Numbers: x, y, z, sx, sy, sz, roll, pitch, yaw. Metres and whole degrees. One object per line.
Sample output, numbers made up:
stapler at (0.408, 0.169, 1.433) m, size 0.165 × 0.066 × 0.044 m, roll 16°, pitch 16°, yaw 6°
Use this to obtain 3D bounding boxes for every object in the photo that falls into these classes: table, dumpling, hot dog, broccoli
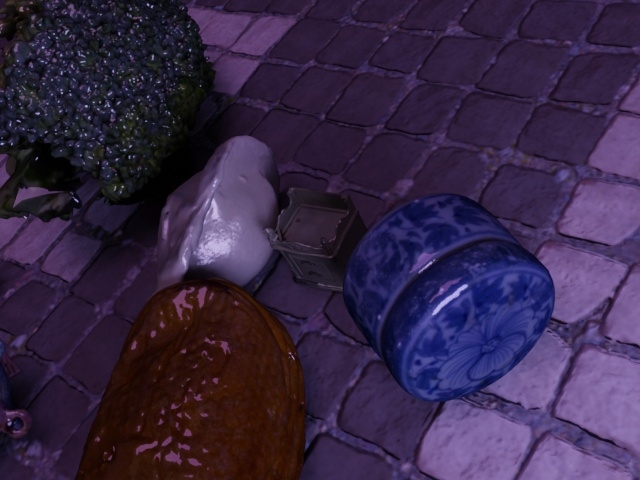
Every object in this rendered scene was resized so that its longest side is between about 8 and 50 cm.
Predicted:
table at (0.000, 0.000, 0.777) m, size 0.079 × 0.083 × 0.062 m, roll 10°, pitch 57°, yaw 33°
dumpling at (-0.108, -0.016, 0.809) m, size 0.124 × 0.151 × 0.229 m, roll 26°, pitch 63°, yaw 11°
hot dog at (-0.116, 0.162, 0.676) m, size 0.196 × 0.122 × 0.272 m, roll -10°, pitch 44°, yaw 18°
broccoli at (-0.284, -0.177, 0.966) m, size 0.317 × 0.277 × 0.338 m, roll -51°, pitch 35°, yaw 8°

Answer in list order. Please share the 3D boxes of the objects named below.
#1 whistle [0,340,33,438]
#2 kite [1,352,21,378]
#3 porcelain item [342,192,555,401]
whistle at (-0.454, 0.144, 0.825) m, size 0.346 × 0.142 × 0.134 m, roll 15°, pitch 17°, yaw 10°
kite at (-0.401, 0.167, 0.905) m, size 0.137 × 0.005 × 0.152 m, roll -17°, pitch 47°, yaw 16°
porcelain item at (0.104, 0.048, 0.635) m, size 0.147 × 0.147 × 0.114 m, roll -35°, pitch 45°, yaw -3°
